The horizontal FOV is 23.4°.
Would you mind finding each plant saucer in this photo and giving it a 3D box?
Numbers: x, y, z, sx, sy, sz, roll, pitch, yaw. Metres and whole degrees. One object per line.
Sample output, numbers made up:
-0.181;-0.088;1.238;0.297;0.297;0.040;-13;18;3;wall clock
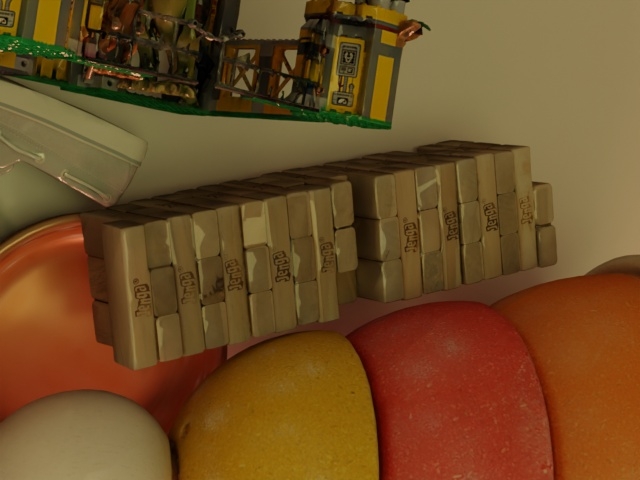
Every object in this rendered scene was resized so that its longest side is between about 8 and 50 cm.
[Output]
-0.161;0.076;1.035;0.200;0.037;0.200;-7;106;-25;plant saucer

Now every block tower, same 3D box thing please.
0.000;0.000;1.034;0.335;0.097;0.091;-12;102;-33;block tower

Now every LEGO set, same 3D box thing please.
-0.102;-0.182;0.869;0.331;0.255;0.192;8;90;-33;LEGO set

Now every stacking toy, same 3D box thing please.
0.020;0.157;0.993;0.480;0.350;0.351;8;99;-19;stacking toy

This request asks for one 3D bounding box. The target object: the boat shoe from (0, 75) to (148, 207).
-0.199;-0.069;0.972;0.184;0.066;0.063;21;92;-38;boat shoe
